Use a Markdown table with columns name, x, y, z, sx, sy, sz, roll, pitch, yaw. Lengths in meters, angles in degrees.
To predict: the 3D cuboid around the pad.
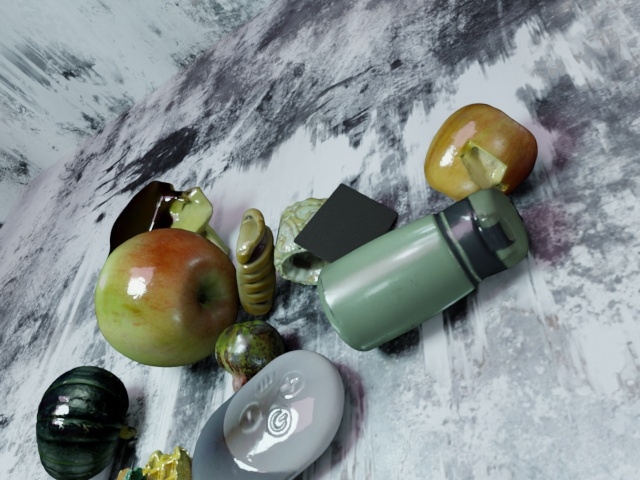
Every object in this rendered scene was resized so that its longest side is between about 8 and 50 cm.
| name | x | y | z | sx | sy | sz | roll | pitch | yaw |
| --- | --- | --- | --- | --- | --- | --- | --- | --- | --- |
| pad | 0.054 | -0.027 | 1.178 | 0.211 | 0.143 | 0.003 | -51 | -15 | -41 |

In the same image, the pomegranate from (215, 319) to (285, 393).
| name | x | y | z | sx | sy | sz | roll | pitch | yaw |
| --- | --- | --- | --- | --- | --- | --- | --- | --- | --- |
| pomegranate | -0.144 | 0.233 | 1.158 | 0.138 | 0.125 | 0.163 | 1 | 56 | 31 |

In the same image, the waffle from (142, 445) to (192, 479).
| name | x | y | z | sx | sy | sz | roll | pitch | yaw |
| --- | --- | --- | --- | --- | --- | --- | --- | --- | --- |
| waffle | -0.309 | 0.537 | 1.085 | 0.283 | 0.065 | 0.309 | 1 | 59 | 50 |

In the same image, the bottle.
| name | x | y | z | sx | sy | sz | roll | pitch | yaw |
| --- | --- | --- | --- | --- | --- | --- | --- | --- | --- |
| bottle | 0.174 | 0.043 | 0.988 | 0.347 | 0.168 | 0.168 | -30 | 38 | 15 |

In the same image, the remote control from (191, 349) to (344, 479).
| name | x | y | z | sx | sy | sz | roll | pitch | yaw |
| --- | --- | --- | --- | --- | --- | --- | --- | --- | --- |
| remote control | -0.095 | 0.329 | 1.031 | 0.332 | 0.103 | 0.221 | -43 | 36 | 7 |

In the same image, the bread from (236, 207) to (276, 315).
| name | x | y | z | sx | sy | sz | roll | pitch | yaw |
| --- | --- | --- | --- | --- | --- | --- | --- | --- | --- |
| bread | -0.135 | 0.051 | 1.265 | 0.081 | 0.225 | 0.134 | 2 | 39 | -2 |

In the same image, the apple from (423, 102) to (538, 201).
| name | x | y | z | sx | sy | sz | roll | pitch | yaw |
| --- | --- | --- | --- | --- | --- | --- | --- | --- | --- |
| apple | 0.278 | -0.150 | 1.065 | 0.199 | 0.199 | 0.199 | -28 | 39 | 25 |

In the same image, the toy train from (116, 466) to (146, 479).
| name | x | y | z | sx | sy | sz | roll | pitch | yaw |
| --- | --- | --- | --- | --- | --- | --- | --- | --- | --- |
| toy train | -0.367 | 0.479 | 1.116 | 0.064 | 0.044 | 0.103 | -29 | 35 | 34 |

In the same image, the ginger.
| name | x | y | z | sx | sy | sz | roll | pitch | yaw |
| --- | --- | --- | --- | --- | --- | --- | --- | --- | --- |
| ginger | -0.426 | 0.034 | 1.624 | 0.414 | 0.211 | 0.358 | -16 | 58 | 49 |

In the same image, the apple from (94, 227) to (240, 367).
| name | x | y | z | sx | sy | sz | roll | pitch | yaw |
| --- | --- | --- | --- | --- | --- | --- | --- | --- | --- |
| apple | -0.321 | 0.126 | 1.298 | 0.277 | 0.319 | 0.319 | 11 | 63 | 33 |

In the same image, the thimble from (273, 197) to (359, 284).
| name | x | y | z | sx | sy | sz | roll | pitch | yaw |
| --- | --- | --- | --- | --- | --- | --- | --- | --- | --- |
| thimble | 0.000 | 0.000 | 1.233 | 0.191 | 0.137 | 0.143 | -6 | 45 | 13 |

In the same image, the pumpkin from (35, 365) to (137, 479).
| name | x | y | z | sx | sy | sz | roll | pitch | yaw |
| --- | --- | --- | --- | --- | --- | --- | --- | --- | --- |
| pumpkin | -0.520 | 0.409 | 1.326 | 0.250 | 0.216 | 0.249 | -161 | 90 | -79 |
